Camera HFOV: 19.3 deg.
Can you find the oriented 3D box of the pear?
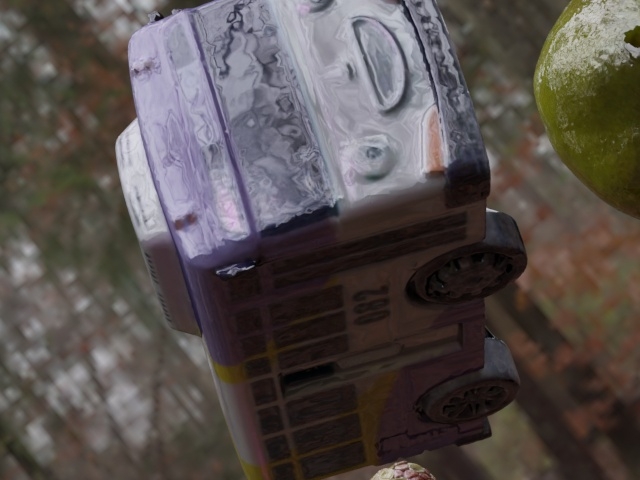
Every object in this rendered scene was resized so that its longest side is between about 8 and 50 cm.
[{"bbox_3d":[0.346,-0.145,1.848,0.269,0.269,0.321,-36,10,-21],"label":"pear"}]

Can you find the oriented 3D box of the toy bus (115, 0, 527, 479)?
[{"bbox_3d":[0.000,0.000,1.360,0.249,0.209,0.440,-15,-28,-4],"label":"toy bus"}]

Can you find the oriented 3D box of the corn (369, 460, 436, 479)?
[{"bbox_3d":[0.122,0.361,1.987,0.098,0.290,0.098,-13,-44,-12],"label":"corn"}]
